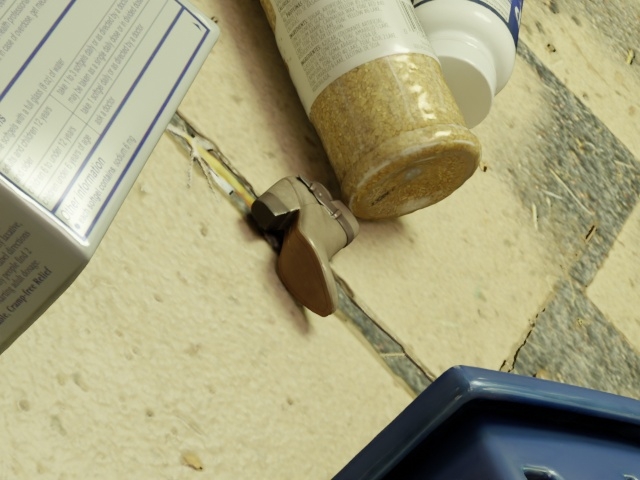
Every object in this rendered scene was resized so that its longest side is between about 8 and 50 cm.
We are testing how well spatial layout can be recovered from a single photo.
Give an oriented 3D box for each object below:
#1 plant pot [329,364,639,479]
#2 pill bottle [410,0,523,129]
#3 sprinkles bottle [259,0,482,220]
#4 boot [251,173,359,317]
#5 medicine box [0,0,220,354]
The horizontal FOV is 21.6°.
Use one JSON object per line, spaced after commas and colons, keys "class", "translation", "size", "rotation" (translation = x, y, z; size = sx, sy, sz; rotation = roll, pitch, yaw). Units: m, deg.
{"class": "plant pot", "translation": [0.126, 0.218, 1.057], "size": [0.236, 0.236, 0.212], "rotation": [12, 42, -38]}
{"class": "pill bottle", "translation": [0.121, -0.183, 1.503], "size": [0.112, 0.112, 0.187], "rotation": [35, 39, -17]}
{"class": "sprinkles bottle", "translation": [0.013, -0.193, 1.394], "size": [0.121, 0.121, 0.355], "rotation": [2, 56, -44]}
{"class": "boot", "translation": [0.000, 0.000, 1.275], "size": [0.087, 0.042, 0.118], "rotation": [-13, 68, -52]}
{"class": "medicine box", "translation": [-0.244, -0.114, 1.037], "size": [0.289, 0.149, 0.263], "rotation": [38, 37, -13]}
